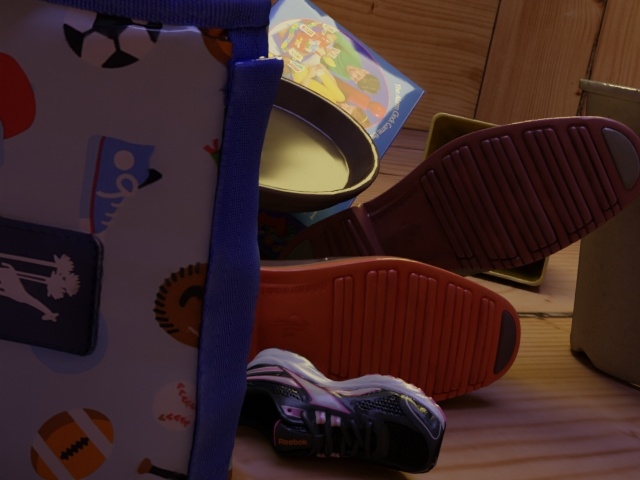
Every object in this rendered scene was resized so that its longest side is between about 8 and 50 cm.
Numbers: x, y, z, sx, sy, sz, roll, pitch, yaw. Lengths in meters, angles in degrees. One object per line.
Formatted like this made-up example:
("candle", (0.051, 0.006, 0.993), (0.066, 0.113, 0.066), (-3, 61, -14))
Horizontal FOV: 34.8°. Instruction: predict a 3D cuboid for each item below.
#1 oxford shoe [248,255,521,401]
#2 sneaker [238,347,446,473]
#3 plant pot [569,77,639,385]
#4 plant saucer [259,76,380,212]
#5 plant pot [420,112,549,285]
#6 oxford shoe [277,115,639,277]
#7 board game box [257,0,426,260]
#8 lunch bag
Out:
("oxford shoe", (0.001, 0.065, 0.912), (0.364, 0.129, 0.133), (8, 6, -15))
("sneaker", (0.003, 0.137, 0.747), (0.178, 0.072, 0.077), (9, 21, 32))
("plant pot", (0.418, 0.003, 1.125), (0.334, 0.305, 0.334), (10, 11, -2))
("plant saucer", (-0.071, -0.113, 1.096), (0.278, 0.041, 0.278), (17, 32, -11))
("plant pot", (0.262, -0.054, 1.544), (0.212, 0.212, 0.187), (14, 0, 16))
("oxford shoe", (0.146, -0.026, 1.075), (0.397, 0.140, 0.146), (-20, -4, 19))
("board game box", (-0.033, -0.149, 1.283), (0.233, 0.078, 0.347), (37, 46, -3))
("lunch bag", (-0.192, -0.020, 0.635), (0.385, 0.327, 0.239), (21, 22, 37))
